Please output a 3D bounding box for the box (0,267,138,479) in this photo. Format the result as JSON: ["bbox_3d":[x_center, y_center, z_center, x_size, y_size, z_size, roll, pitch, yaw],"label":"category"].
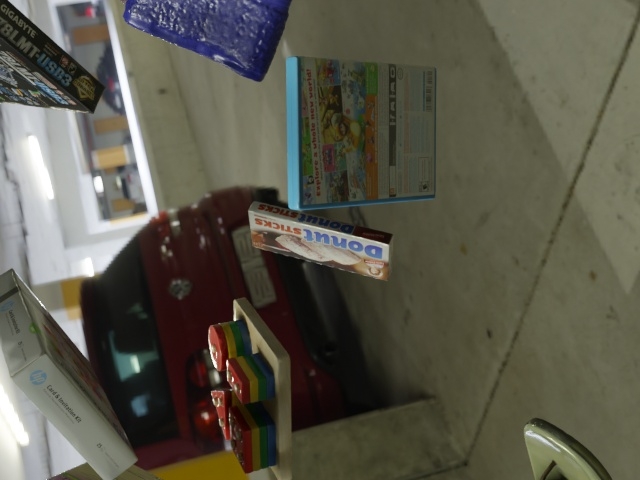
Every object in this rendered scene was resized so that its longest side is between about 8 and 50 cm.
[{"bbox_3d":[-0.246,0.120,0.785,0.186,0.038,0.145,39,161,56],"label":"box"}]

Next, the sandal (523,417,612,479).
[{"bbox_3d":[0.287,0.353,1.013,0.120,0.086,0.303,20,125,52],"label":"sandal"}]

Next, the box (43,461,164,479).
[{"bbox_3d":[-0.317,0.454,1.343,0.243,0.213,0.117,27,-94,-80],"label":"box"}]

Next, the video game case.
[{"bbox_3d":[0.039,-0.090,0.709,0.015,0.166,0.119,7,100,47],"label":"video game case"}]

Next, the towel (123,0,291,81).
[{"bbox_3d":[-0.126,-0.402,1.170,0.076,0.227,0.308,-65,0,-64],"label":"towel"}]

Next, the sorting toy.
[{"bbox_3d":[-0.139,0.277,1.564,0.255,0.089,0.257,-138,43,-59],"label":"sorting toy"}]

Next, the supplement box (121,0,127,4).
[{"bbox_3d":[-0.350,-0.515,1.600,0.114,0.111,0.220,25,174,35],"label":"supplement box"}]

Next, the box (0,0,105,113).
[{"bbox_3d":[-0.596,-0.340,1.536,0.295,0.293,0.073,42,-120,-57],"label":"box"}]

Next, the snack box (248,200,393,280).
[{"bbox_3d":[0.000,0.000,1.015,0.064,0.178,0.022,87,-157,-45],"label":"snack box"}]
